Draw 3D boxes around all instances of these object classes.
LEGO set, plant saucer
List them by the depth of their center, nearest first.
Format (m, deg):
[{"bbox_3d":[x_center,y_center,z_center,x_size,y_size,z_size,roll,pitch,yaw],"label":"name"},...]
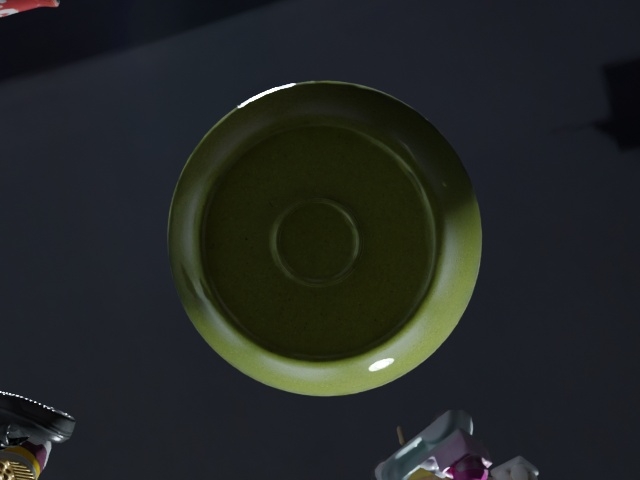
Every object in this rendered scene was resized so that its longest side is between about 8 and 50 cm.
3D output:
[{"bbox_3d":[0.145,0.211,1.055,0.287,0.132,0.107,25,39,-33],"label":"LEGO set"},{"bbox_3d":[0.000,0.000,1.243,0.037,0.241,0.241,-29,101,-82],"label":"plant saucer"}]

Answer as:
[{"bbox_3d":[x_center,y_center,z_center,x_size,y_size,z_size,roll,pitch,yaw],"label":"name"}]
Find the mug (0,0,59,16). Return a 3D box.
[{"bbox_3d":[-0.250,-0.158,0.986,0.150,0.169,0.113,77,-6,-67],"label":"mug"}]

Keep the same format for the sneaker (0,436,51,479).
[{"bbox_3d":[-0.310,0.176,1.352,0.084,0.185,0.069,-76,162,-55],"label":"sneaker"}]

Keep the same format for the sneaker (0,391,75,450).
[{"bbox_3d":[-0.254,0.141,1.144,0.051,0.170,0.089,41,65,-64],"label":"sneaker"}]
